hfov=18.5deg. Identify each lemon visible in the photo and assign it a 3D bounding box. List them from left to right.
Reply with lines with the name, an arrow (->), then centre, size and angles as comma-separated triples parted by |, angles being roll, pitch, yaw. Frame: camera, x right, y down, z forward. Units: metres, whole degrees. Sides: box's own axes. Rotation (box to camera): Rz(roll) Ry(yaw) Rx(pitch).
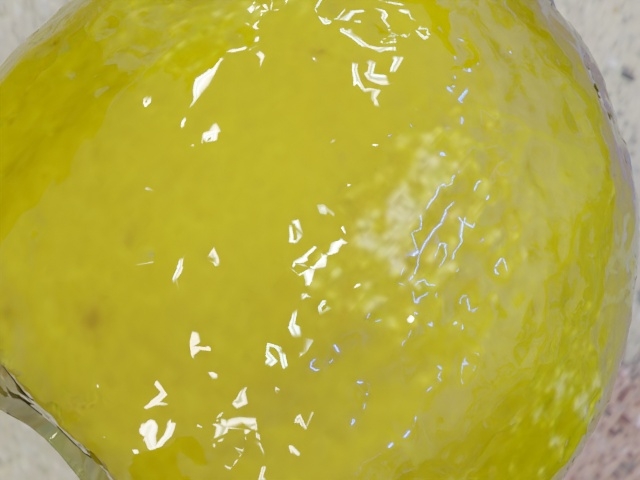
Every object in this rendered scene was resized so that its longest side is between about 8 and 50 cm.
lemon -> 0.000, 0.000, 0.967 | 0.364, 0.364, 0.364 | 1, 71, -2
